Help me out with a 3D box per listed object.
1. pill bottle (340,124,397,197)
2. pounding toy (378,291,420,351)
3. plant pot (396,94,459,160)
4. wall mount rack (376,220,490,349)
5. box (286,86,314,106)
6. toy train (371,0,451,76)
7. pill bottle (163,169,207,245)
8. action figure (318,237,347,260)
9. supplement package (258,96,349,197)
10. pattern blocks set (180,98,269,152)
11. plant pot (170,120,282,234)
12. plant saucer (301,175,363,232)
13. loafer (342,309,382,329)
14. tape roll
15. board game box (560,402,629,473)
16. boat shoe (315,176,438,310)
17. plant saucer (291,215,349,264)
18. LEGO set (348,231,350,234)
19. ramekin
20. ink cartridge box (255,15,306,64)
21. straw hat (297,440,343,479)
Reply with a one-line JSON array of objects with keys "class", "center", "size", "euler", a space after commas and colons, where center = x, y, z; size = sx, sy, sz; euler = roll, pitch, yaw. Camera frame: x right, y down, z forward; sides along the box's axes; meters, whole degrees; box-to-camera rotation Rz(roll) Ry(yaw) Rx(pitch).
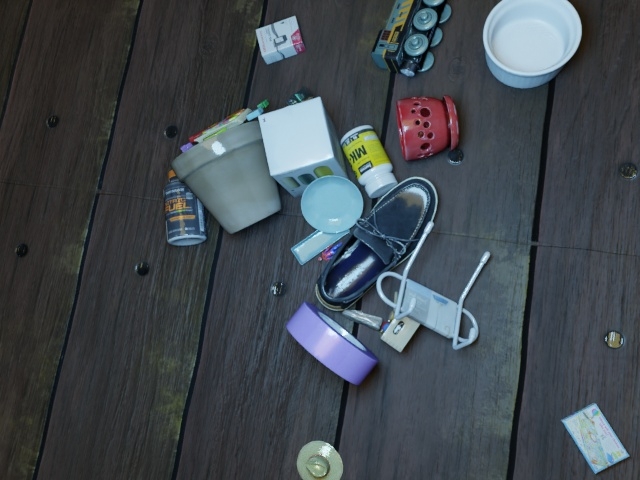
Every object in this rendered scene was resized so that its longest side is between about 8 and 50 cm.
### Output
[{"class": "pill bottle", "center": [0.156, -0.247, 1.775], "size": [0.119, 0.119, 0.208], "euler": [-27, 75, 7]}, {"class": "pounding toy", "center": [0.231, 0.239, 1.673], "size": [0.100, 0.130, 0.141], "euler": [35, 89, 4]}, {"class": "plant pot", "center": [0.328, -0.349, 1.720], "size": [0.174, 0.191, 0.191], "euler": [-8, 78, 8]}, {"class": "wall mount rack", "center": [0.347, 0.133, 1.611], "size": [0.350, 0.130, 0.304], "euler": [27, 54, -12]}, {"class": "box", "center": [-0.065, -0.464, 1.893], "size": [0.083, 0.062, 0.052], "euler": [-39, 75, 4]}, {"class": "toy train", "center": [0.296, -0.694, 1.824], "size": [0.190, 0.142, 0.334], "euler": [18, 84, 25]}, {"class": "pill bottle", "center": [-0.456, -0.114, 1.882], "size": [0.130, 0.130, 0.245], "euler": [-11, 77, 10]}, {"class": "action figure", "center": [0.042, 0.033, 1.797], "size": [0.115, 0.030, 0.038], "euler": [-32, 80, 7]}, {"class": "supplement package", "center": [-0.045, -0.280, 1.751], "size": [0.199, 0.263, 0.198], "euler": [-15, 77, 10]}, {"class": "pattern blocks set", "center": [-0.318, -0.377, 1.842], "size": [0.325, 0.285, 0.026], "euler": [-25, 112, 11]}, {"class": "plant pot", "center": [-0.267, -0.183, 1.783], "size": [0.323, 0.323, 0.280], "euler": [-25, 96, 7]}, {"class": "plant saucer", "center": [0.037, -0.118, 1.769], "size": [0.195, 0.037, 0.195], "euler": [1, 116, 3]}, {"class": "loafer", "center": [0.131, 0.237, 1.734], "size": [0.125, 0.045, 0.039], "euler": [21, 67, 15]}, {"class": "tape roll", "center": [0.034, 0.294, 1.621], "size": [0.275, 0.275, 0.090], "euler": [38, 90, 16]}, {"class": "board game box", "center": [0.752, 0.542, 1.544], "size": [0.103, 0.026, 0.154], "euler": [-30, 75, 6]}, {"class": "boat shoe", "center": [0.174, 0.010, 1.697], "size": [0.187, 0.156, 0.500], "euler": [43, 89, 9]}, {"class": "plant saucer", "center": [0.000, 0.000, 1.817], "size": [0.192, 0.018, 0.067], "euler": [-35, 75, 5]}, {"class": "LEGO set", "center": [0.128, -0.013, 1.792], "size": [0.083, 0.023, 0.054], "euler": [37, 91, 3]}, {"class": "ramekin", "center": [0.639, -0.607, 1.726], "size": [0.277, 0.135, 0.277], "euler": [-2, 80, 12]}, {"class": "ink cartridge box", "center": [-0.139, -0.695, 1.952], "size": [0.150, 0.063, 0.109], "euler": [-16, 77, 9]}, {"class": "straw hat", "center": [-0.008, 0.673, 1.672], "size": [0.144, 0.061, 0.144], "euler": [-2, 80, 12]}]
